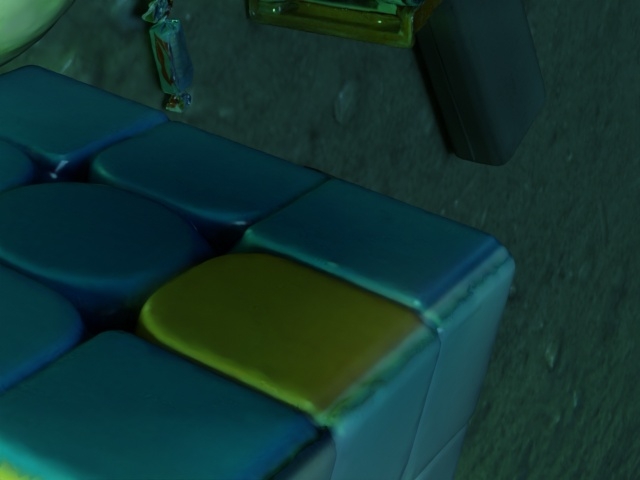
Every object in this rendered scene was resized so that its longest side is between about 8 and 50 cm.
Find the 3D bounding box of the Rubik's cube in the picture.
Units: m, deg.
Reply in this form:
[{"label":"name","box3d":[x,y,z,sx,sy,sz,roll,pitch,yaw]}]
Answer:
[{"label":"Rubik's cube","box3d":[-0.120,0.120,0.660,0.290,0.292,0.291,-35,142,-56]}]

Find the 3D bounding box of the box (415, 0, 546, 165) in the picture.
[{"label":"box","box3d":[0.125,-0.176,1.191,0.103,0.055,0.243,-56,143,-28]}]

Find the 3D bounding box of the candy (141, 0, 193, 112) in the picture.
[{"label":"candy","box3d":[-0.096,-0.116,0.914,0.030,0.020,0.083,-43,137,-40]}]

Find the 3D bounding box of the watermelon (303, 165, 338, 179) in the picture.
[{"label":"watermelon","box3d":[0.004,-0.004,1.068,0.084,0.092,0.072,-48,178,-23]}]

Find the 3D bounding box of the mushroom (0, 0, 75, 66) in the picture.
[{"label":"mushroom","box3d":[-0.162,-0.137,0.675,0.236,0.162,0.173,-54,140,-27]}]

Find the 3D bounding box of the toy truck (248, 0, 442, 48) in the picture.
[{"label":"toy truck","box3d":[0.028,-0.294,0.928,0.162,0.136,0.305,-44,139,-49]}]
